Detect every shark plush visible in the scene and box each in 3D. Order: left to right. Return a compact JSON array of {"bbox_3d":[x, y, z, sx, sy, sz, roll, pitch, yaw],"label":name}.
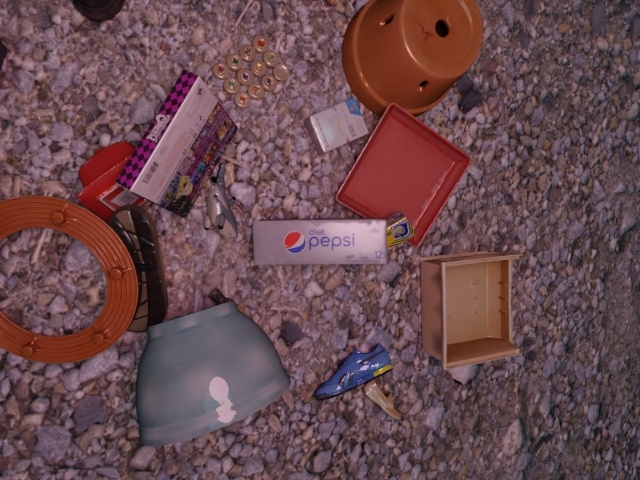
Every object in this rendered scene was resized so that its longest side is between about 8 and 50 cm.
[{"bbox_3d":[-0.217,-0.084,0.911,0.067,0.073,0.162,-4,80,-42],"label":"shark plush"}]

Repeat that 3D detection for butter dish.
[{"bbox_3d":[-0.393,-0.132,0.801,0.159,0.160,0.118,-40,80,-11],"label":"butter dish"}]

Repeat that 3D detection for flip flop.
[{"bbox_3d":[-0.366,0.059,0.839,0.112,0.080,0.278,-1,108,-8],"label":"flip flop"}]

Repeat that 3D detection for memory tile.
[{"bbox_3d":[-0.151,-0.371,0.914,0.148,0.012,0.113,-39,105,-12],"label":"memory tile"}]

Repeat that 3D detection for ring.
[{"bbox_3d":[-0.516,0.085,0.776,0.335,0.032,0.338,-1,104,-4],"label":"ring"}]

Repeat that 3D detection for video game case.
[{"bbox_3d":[-0.261,-0.171,0.798,0.041,0.210,0.232,28,86,11],"label":"video game case"}]

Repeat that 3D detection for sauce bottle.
[{"bbox_3d":[-0.198,0.160,0.930,0.042,0.042,0.128,-44,103,-10],"label":"sauce bottle"}]

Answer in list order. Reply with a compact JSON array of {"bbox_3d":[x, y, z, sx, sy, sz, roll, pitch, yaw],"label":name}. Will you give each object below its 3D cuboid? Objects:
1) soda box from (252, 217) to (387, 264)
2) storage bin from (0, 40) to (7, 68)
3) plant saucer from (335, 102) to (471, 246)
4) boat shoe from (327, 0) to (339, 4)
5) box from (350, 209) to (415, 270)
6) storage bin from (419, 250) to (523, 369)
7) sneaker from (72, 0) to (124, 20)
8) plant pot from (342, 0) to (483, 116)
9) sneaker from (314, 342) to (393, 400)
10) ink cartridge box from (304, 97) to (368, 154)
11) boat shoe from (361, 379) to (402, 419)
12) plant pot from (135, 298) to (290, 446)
[{"bbox_3d":[0.000,0.000,0.908,0.285,0.091,0.098,-1,95,2],"label":"soda box"},{"bbox_3d":[-0.619,-0.317,0.726,0.098,0.091,0.135,18,88,-19],"label":"storage bin"},{"bbox_3d":[0.198,-0.153,1.009,0.258,0.048,0.259,28,96,-18],"label":"plant saucer"},{"bbox_3d":[-0.008,-0.601,0.919,0.059,0.063,0.170,-23,92,-12],"label":"boat shoe"},{"bbox_3d":[0.135,0.000,0.984,0.168,0.059,0.054,-32,110,8],"label":"box"},{"bbox_3d":[0.398,0.168,1.080,0.259,0.123,0.263,-5,96,-17],"label":"storage bin"},{"bbox_3d":[-0.378,-0.559,0.764,0.108,0.130,0.287,20,87,-16],"label":"sneaker"},{"bbox_3d":[0.219,-0.436,0.929,0.290,0.203,0.292,-2,95,-19],"label":"plant pot"},{"bbox_3d":[0.074,0.325,1.028,0.209,0.069,0.082,-25,69,-6],"label":"sneaker"},{"bbox_3d":[0.036,-0.263,0.963,0.122,0.052,0.089,-27,102,-15],"label":"ink cartridge box"},{"bbox_3d":[0.167,0.408,1.063,0.135,0.050,0.045,43,87,-16],"label":"boat shoe"},{"bbox_3d":[-0.227,0.233,0.813,0.292,0.293,0.197,-17,86,-16],"label":"plant pot"}]
